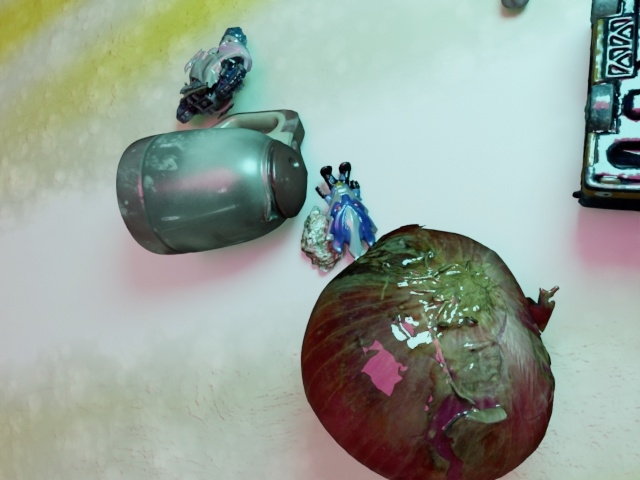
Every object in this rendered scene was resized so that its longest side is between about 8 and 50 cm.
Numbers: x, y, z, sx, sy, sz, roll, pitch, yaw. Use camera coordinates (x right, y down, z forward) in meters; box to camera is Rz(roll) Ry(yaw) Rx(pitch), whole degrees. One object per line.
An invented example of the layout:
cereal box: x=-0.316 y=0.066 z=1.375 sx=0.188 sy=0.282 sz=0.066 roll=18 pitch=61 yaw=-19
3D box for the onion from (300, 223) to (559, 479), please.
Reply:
onion: x=0.151 y=0.147 z=0.652 sx=0.354 sy=0.354 sz=0.353 roll=-3 pitch=82 yaw=25

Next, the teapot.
teapot: x=-0.168 y=-0.131 z=0.905 sx=0.312 sy=0.233 sz=0.314 roll=-5 pitch=53 yaw=18

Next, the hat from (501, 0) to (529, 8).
hat: x=0.329 y=-0.412 z=0.787 sx=0.058 sy=0.042 sz=0.087 roll=14 pitch=55 yaw=27

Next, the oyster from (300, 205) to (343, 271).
oyster: x=0.001 y=-0.001 z=0.886 sx=0.100 sy=0.037 sz=0.098 roll=35 pitch=99 yaw=25

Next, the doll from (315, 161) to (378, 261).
doll: x=0.048 y=-0.046 z=0.857 sx=0.096 sy=0.070 sz=0.195 roll=-11 pitch=73 yaw=-7

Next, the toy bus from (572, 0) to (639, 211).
toy bus: x=0.431 y=-0.202 z=0.623 sx=0.162 sy=0.194 sz=0.323 roll=4 pitch=82 yaw=25

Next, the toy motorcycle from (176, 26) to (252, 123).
toy motorcycle: x=-0.210 y=-0.351 z=0.995 sx=0.239 sy=0.108 sz=0.204 roll=2 pitch=66 yaw=34
